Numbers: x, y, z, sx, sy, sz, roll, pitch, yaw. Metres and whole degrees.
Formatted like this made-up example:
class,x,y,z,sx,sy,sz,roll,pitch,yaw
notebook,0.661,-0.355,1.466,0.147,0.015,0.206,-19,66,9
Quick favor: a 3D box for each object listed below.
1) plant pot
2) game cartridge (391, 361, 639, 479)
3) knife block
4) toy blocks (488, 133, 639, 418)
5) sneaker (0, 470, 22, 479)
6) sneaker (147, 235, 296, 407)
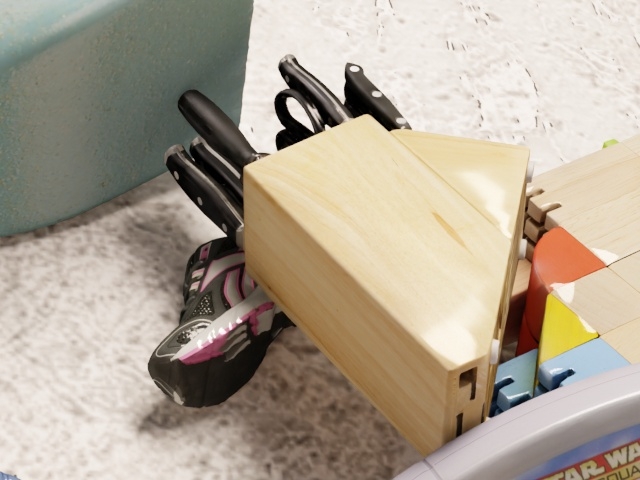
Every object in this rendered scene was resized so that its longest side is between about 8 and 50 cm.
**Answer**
class,x,y,z,sx,sy,sz,roll,pitch,yaw
plant pot,-0.216,-0.145,1.222,0.252,0.247,0.248,-36,70,-25
game cartridge,0.166,0.174,1.077,0.297,0.198,0.062,-21,18,-7
knife block,0.000,0.000,1.179,0.242,0.088,0.276,7,42,9
toy blocks,0.216,0.075,1.241,0.261,0.191,0.381,-22,47,-28
sneaker,-0.128,0.213,1.043,0.296,0.112,0.131,17,63,-7
sneaker,-0.062,0.041,1.248,0.077,0.072,0.178,28,35,19
